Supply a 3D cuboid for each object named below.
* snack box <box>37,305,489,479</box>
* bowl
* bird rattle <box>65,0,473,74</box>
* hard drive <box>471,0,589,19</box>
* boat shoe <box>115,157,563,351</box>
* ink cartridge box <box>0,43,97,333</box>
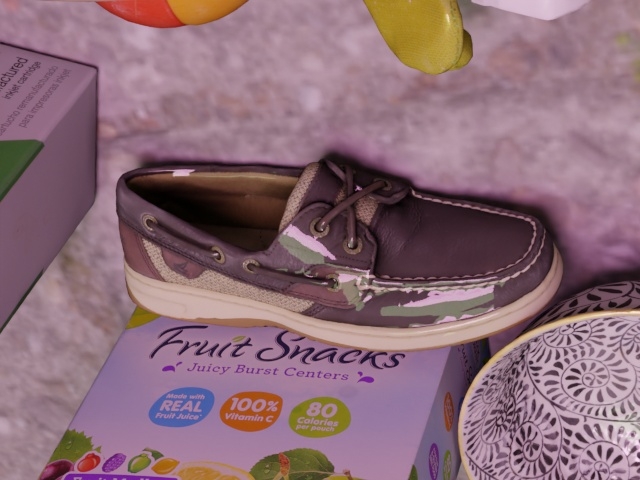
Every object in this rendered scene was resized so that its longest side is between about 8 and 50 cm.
[{"bbox_3d":[-0.026,0.097,0.721,0.175,0.207,0.070,1,126,18],"label":"snack box"},{"bbox_3d":[0.154,0.074,0.718,0.170,0.080,0.170,7,128,9],"label":"bowl"},{"bbox_3d":[-0.058,-0.135,0.572,0.254,0.207,0.143,6,110,5],"label":"bird rattle"},{"bbox_3d":[0.100,-0.242,0.421,0.040,0.203,0.307,20,134,34],"label":"hard drive"},{"bbox_3d":[0.000,-0.001,0.721,0.224,0.080,0.073,2,132,24],"label":"boat shoe"},{"bbox_3d":[-0.230,-0.037,0.729,0.209,0.153,0.086,14,129,8],"label":"ink cartridge box"}]
